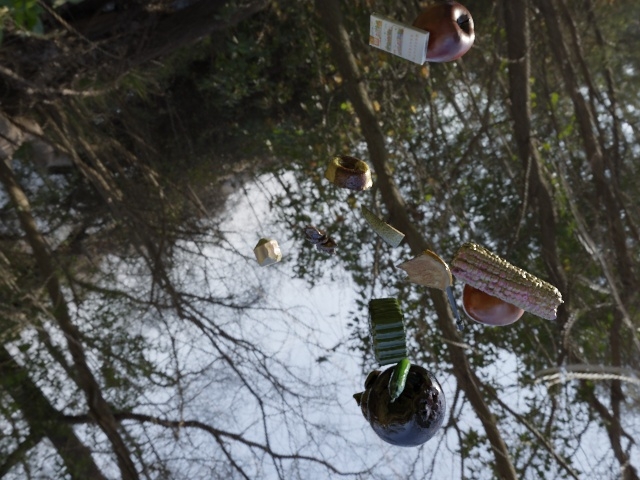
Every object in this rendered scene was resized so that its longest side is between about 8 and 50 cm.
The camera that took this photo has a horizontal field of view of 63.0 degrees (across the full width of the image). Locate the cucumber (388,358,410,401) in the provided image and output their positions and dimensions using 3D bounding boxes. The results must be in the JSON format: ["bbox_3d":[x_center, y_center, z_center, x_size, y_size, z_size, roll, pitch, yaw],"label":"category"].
[{"bbox_3d":[0.288,0.505,1.921,0.056,0.056,0.250,-26,-169,28],"label":"cucumber"}]

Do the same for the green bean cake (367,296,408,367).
[{"bbox_3d":[0.290,0.395,2.297,0.156,0.246,0.250,-9,-164,0],"label":"green bean cake"}]

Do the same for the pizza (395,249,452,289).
[{"bbox_3d":[0.380,0.116,1.916,0.034,0.181,0.262,-50,-166,-26],"label":"pizza"}]

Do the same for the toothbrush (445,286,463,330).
[{"bbox_3d":[0.516,0.236,2.045,0.030,0.297,0.030,-17,-153,13],"label":"toothbrush"}]

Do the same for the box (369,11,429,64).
[{"bbox_3d":[0.272,-0.710,1.838,0.032,0.220,0.122,-50,157,-26],"label":"box"}]

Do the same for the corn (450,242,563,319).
[{"bbox_3d":[0.541,0.121,1.534,0.126,0.335,0.126,-52,162,-25],"label":"corn"}]

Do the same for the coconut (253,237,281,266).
[{"bbox_3d":[-0.237,0.047,2.310,0.116,0.122,0.116,-21,178,-1],"label":"coconut"}]

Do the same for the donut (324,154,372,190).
[{"bbox_3d":[0.106,-0.255,1.946,0.166,0.073,0.184,-19,-137,-31],"label":"donut"}]

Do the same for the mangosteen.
[{"bbox_3d":[0.359,0.751,2.408,0.382,0.382,0.435,-39,-167,-33],"label":"mangosteen"}]

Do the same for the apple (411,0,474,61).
[{"bbox_3d":[0.443,-0.753,1.900,0.234,0.234,0.234,-30,-168,7],"label":"apple"}]

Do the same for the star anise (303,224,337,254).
[{"bbox_3d":[-0.003,0.004,2.729,0.073,0.212,0.197,-54,161,-17],"label":"star anise"}]

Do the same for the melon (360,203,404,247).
[{"bbox_3d":[0.199,-0.056,1.729,0.054,0.182,0.098,-53,-179,21],"label":"melon"}]

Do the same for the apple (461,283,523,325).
[{"bbox_3d":[0.685,0.211,2.063,0.254,0.253,0.253,-30,-168,7],"label":"apple"}]
